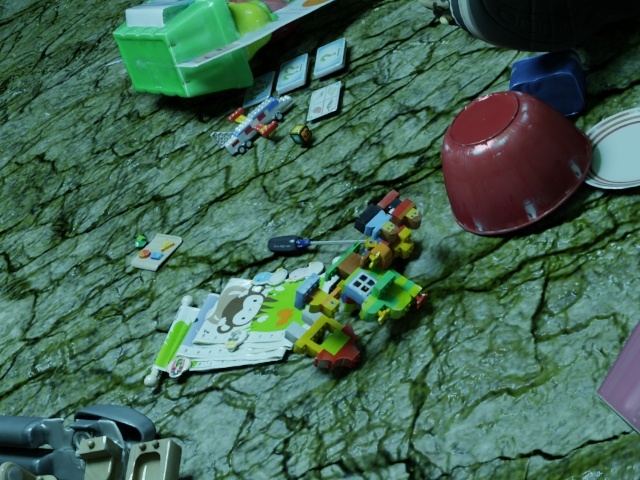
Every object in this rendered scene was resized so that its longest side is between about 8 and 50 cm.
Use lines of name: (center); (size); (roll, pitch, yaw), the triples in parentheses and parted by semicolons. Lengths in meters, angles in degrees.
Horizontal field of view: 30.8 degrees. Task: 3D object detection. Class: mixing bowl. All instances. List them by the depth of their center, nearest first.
mixing bowl: (0.208, -0.106, 1.328); (0.181, 0.098, 0.181); (-25, 35, 19)

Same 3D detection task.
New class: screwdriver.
screwdriver: (0.000, 0.000, 1.420); (0.169, 0.024, 0.025); (-8, 69, 40)

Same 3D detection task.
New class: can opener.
can opener: (-0.314, 0.233, 1.351); (0.283, 0.076, 0.095); (-3, 11, 34)

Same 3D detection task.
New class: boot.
boot: (0.235, -0.329, 1.504); (0.377, 0.138, 0.284); (-24, 23, -36)

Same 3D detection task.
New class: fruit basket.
fruit basket: (-0.145, -0.363, 1.876); (0.353, 0.165, 0.327); (-38, 28, -24)

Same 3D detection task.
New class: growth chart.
growth chart: (-0.087, 0.093, 1.383); (0.237, 0.021, 0.172); (-14, 37, 22)

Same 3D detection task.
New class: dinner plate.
dinner plate: (0.353, -0.101, 1.303); (0.141, 0.017, 0.141); (-21, 36, 16)

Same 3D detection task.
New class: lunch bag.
lunch bag: (0.283, -0.194, 1.426); (0.098, 0.067, 0.065); (-11, 40, 22)

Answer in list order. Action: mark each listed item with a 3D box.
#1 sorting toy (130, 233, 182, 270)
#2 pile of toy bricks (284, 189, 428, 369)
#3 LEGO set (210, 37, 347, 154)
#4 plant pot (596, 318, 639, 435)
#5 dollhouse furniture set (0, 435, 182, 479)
sorting toy: (-0.236, 0.013, 1.601); (0.083, 0.012, 0.062); (8, 50, 42)
pile of toy bricks: (0.065, 0.048, 1.271); (0.105, 0.118, 0.212); (33, 54, 18)
LEGO set: (-0.058, -0.214, 1.719); (0.182, 0.060, 0.244); (-19, 36, 23)
plant pot: (0.329, 0.102, 0.927); (0.180, 0.201, 0.201); (-48, 35, 3)
dollhouse furniture set: (-0.244, 0.259, 1.173); (0.151, 0.123, 0.144); (-13, 52, 23)
